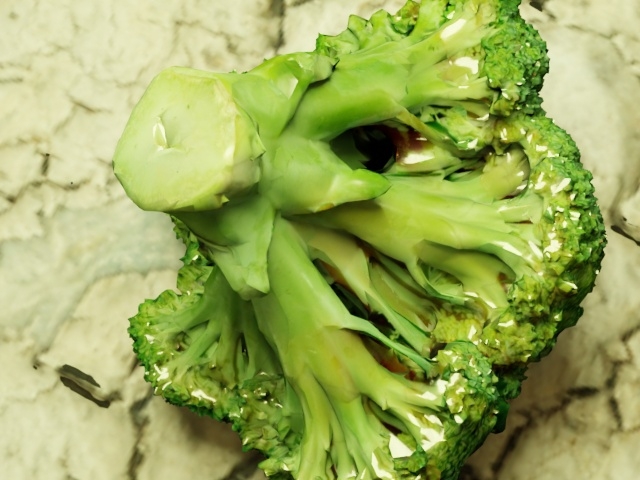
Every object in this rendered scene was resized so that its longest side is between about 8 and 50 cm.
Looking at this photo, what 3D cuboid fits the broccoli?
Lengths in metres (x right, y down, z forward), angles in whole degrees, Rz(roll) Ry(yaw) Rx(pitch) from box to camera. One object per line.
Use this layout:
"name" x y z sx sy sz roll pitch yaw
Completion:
"broccoli" 0.000 0.000 0.919 0.254 0.269 0.269 -25 71 22
